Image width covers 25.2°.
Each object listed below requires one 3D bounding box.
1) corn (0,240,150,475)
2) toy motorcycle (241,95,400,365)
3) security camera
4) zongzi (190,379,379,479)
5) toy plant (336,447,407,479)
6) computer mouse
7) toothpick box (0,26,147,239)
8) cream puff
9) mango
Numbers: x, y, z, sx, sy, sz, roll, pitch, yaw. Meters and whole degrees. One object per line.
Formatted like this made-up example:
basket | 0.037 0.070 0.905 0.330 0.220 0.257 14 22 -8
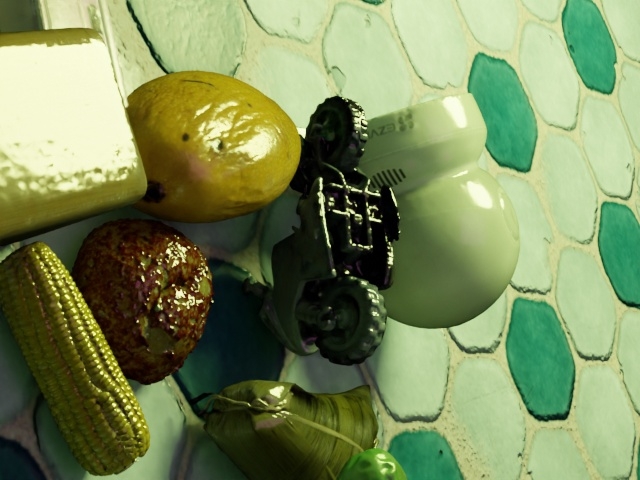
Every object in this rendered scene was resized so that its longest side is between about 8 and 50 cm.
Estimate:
corn | -0.201 0.097 1.153 0.072 0.072 0.203 -39 108 -52
toy motorcycle | 0.000 0.000 1.393 0.106 0.159 0.270 11 63 -35
security camera | 0.109 -0.022 1.510 0.194 0.194 0.236 -19 89 -54
zongzi | -0.018 0.155 1.360 0.205 0.094 0.204 50 38 -29
toy plant | 0.107 0.380 1.286 0.356 0.210 0.317 26 91 -18
computer mouse | -0.232 -0.210 1.234 0.126 0.056 0.245 10 59 -54
toothpick box | -0.286 -0.058 1.015 0.308 0.187 0.190 -21 94 -58
cream puff | -0.147 0.049 1.233 0.149 0.084 0.149 21 62 -46
mango | -0.099 -0.095 1.314 0.157 0.109 0.262 31 31 9
